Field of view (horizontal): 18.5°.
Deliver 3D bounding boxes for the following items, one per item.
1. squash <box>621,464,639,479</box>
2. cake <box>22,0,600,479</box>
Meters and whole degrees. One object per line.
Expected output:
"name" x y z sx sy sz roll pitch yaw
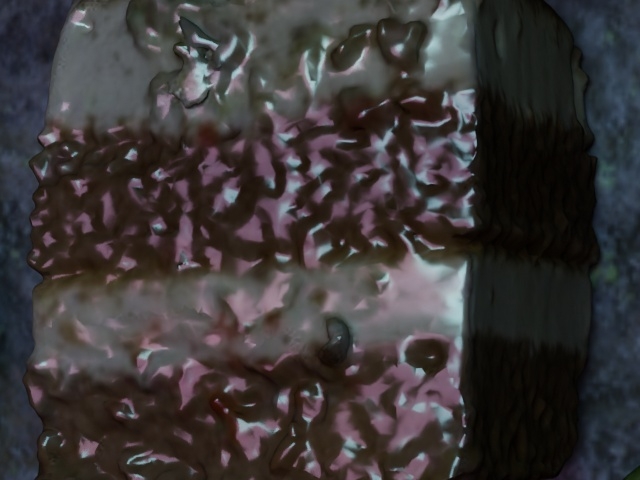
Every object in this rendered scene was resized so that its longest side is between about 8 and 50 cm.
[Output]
"squash" 0.235 0.117 1.061 0.239 0.069 0.069 -39 75 19
"cake" 0.000 0.000 1.050 0.255 0.282 0.290 -4 85 20
